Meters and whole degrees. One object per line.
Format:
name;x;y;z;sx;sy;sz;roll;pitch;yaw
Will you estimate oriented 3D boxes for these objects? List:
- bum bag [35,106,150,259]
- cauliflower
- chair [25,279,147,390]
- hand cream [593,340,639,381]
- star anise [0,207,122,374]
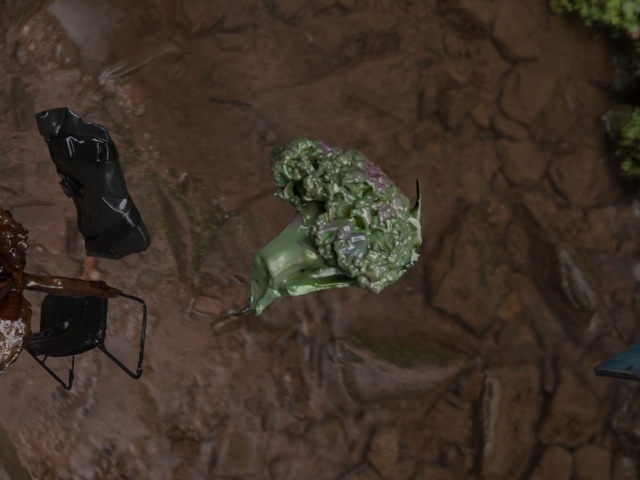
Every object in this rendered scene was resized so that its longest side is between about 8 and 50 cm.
bum bag;-0.240;-0.051;0.892;0.049;0.087;0.198;-69;155;-48
cauliflower;0.000;0.000;1.175;0.315;0.256;0.239;-34;142;-11
chair;-0.390;0.131;1.331;0.221;0.140;0.145;56;26;-58
hand cream;0.346;0.078;0.749;0.224;0.083;0.048;-22;101;-27
star anise;-0.249;0.034;0.765;0.144;0.140;0.159;-4;93;-18
